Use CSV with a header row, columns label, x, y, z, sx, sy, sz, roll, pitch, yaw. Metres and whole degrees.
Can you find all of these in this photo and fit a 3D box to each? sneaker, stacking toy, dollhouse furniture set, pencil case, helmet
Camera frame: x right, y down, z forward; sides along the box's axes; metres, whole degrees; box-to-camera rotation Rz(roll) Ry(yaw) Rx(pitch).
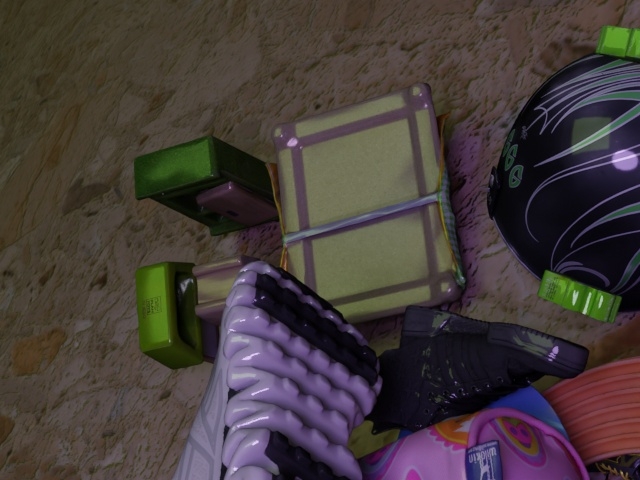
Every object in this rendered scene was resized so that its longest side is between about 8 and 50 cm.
label,x,y,z,sx,sy,sz,roll,pitch,yaw
sneaker,0.084,0.090,0.739,0.170,0.051,0.089,9,82,52
stacking toy,0.244,-0.016,0.681,0.221,0.052,0.166,17,95,21
sneaker,0.189,0.136,0.765,0.083,0.031,0.035,-25,45,37
sneaker,-0.035,0.110,0.662,0.118,0.110,0.292,-47,17,21
dollhouse furniture set,0.000,0.000,1.088,0.302,0.151,0.197,-14,71,23
pencil case,0.024,0.193,0.705,0.284,0.124,0.124,-30,41,34
helmet,0.208,-0.048,0.797,0.161,0.169,0.169,-50,30,40

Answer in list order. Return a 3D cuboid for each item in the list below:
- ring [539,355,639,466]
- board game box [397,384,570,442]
label,x,y,z,sx,sy,sz,roll,pitch,yaw
ring,0.175,0.227,0.677,0.337,0.032,0.336,-27,50,39
board game box,0.098,0.164,0.756,0.133,0.033,0.168,12,84,48
